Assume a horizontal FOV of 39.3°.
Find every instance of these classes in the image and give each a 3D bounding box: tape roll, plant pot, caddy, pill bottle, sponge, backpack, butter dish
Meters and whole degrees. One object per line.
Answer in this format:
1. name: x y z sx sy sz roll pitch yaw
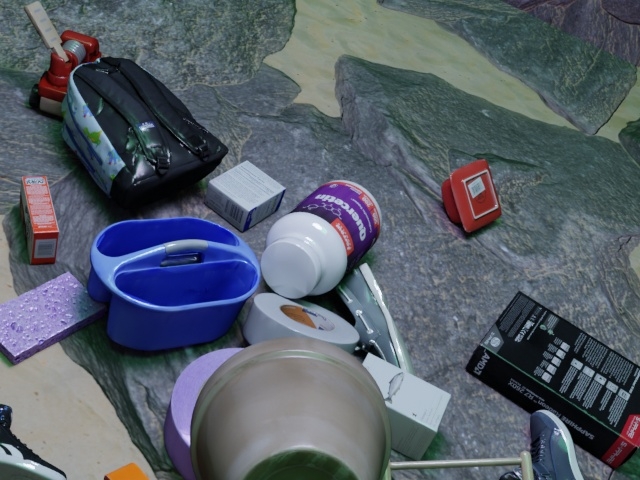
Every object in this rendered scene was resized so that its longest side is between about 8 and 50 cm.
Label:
1. tape roll: -0.038 0.179 1.738 0.219 0.072 0.219 21 11 -4
2. plant pot: -0.036 0.335 1.326 0.323 0.323 0.280 13 9 -8
3. caddy: -0.282 0.067 1.730 0.341 0.179 0.241 -6 46 -37
4. tape roll: -0.136 0.325 1.599 0.275 0.090 0.274 12 41 -11
5. pill bottle: 0.000 0.000 1.903 0.182 0.181 0.323 29 31 10
6. sponge: -0.521 0.142 1.686 0.117 0.031 0.210 39 44 20
7. backpack: -0.432 -0.250 2.012 0.290 0.273 0.355 -29 82 -39
8. butter dish: 0.361 -0.109 2.267 0.160 0.118 0.159 -24 101 -39

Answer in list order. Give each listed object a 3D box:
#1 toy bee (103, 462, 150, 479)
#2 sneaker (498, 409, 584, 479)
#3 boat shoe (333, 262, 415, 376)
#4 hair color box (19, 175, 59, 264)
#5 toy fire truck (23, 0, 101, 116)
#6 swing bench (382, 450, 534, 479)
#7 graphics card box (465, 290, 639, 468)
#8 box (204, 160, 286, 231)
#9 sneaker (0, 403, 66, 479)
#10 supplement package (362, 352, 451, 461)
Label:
1. toy bee: -0.243 0.477 1.368 0.195 0.162 0.298 -8 23 -18
2. sneaker: 0.405 0.420 1.717 0.164 0.086 0.226 6 44 -20
3. boat shoe: 0.111 0.194 1.859 0.099 0.116 0.319 -25 54 5
4. hair color box: -0.573 -0.042 1.820 0.053 0.093 0.167 -3 45 -25
5. toy fire truck: -0.613 -0.448 2.129 0.159 0.246 0.217 18 41 -4
6. swing bench: 0.227 0.494 1.447 0.254 0.165 0.254 -4 42 4
7. graphics card box: 0.520 0.287 1.906 0.371 0.094 0.233 33 43 13
8. box: -0.174 -0.103 2.064 0.126 0.072 0.137 37 44 18
9. sneaker: -0.501 0.327 1.454 0.217 0.079 0.121 17 42 -2
10. supplement package: 0.139 0.317 1.707 0.179 0.105 0.105 26 42 7
